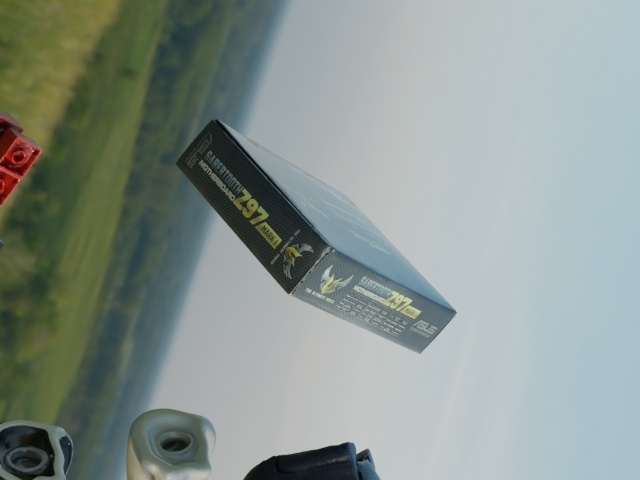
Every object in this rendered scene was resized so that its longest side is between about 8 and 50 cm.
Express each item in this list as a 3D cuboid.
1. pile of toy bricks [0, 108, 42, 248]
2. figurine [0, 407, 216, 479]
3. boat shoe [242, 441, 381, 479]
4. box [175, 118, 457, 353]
[{"bbox_3d":[-0.227,-0.011,0.703,0.212,0.118,0.105,-52,-130,7],"label":"pile of toy bricks"},{"bbox_3d":[-0.203,0.256,1.406,0.092,0.214,0.209,56,-40,46],"label":"figurine"},{"bbox_3d":[-0.074,0.305,1.513,0.127,0.340,0.158,40,33,-63],"label":"boat shoe"},{"bbox_3d":[0.000,0.000,1.408,0.059,0.183,0.232,-49,145,10],"label":"box"}]
